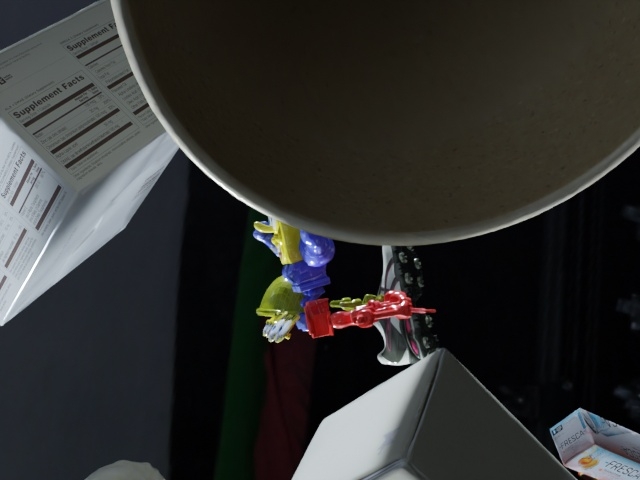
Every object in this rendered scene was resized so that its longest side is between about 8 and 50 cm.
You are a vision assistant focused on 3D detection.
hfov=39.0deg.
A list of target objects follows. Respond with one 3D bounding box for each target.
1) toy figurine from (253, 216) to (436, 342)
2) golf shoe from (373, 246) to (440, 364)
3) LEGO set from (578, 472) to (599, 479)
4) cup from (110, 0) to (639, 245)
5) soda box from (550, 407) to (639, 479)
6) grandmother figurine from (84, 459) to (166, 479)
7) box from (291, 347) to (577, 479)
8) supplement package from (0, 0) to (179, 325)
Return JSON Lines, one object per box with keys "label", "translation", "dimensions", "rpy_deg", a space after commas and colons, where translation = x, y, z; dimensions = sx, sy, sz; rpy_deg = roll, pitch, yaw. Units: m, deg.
{"label": "toy figurine", "translation": [0.000, 0.000, 1.170], "dimensions": [0.362, 0.191, 0.217], "rpy_deg": [168, -88, -82]}
{"label": "golf shoe", "translation": [0.145, 0.112, 1.788], "dimensions": [0.120, 0.105, 0.273], "rpy_deg": [-19, -111, 28]}
{"label": "LEGO set", "translation": [0.464, 0.441, 1.558], "dimensions": [0.244, 0.182, 0.060], "rpy_deg": [3, -134, 31]}
{"label": "cup", "translation": [0.041, -0.197, 0.531], "dimensions": [0.331, 0.331, 0.237], "rpy_deg": [-63, -155, 25]}
{"label": "soda box", "translation": [0.405, 0.295, 1.254], "dimensions": [0.058, 0.183, 0.063], "rpy_deg": [-45, -144, 28]}
{"label": "grandmother figurine", "translation": [-0.064, 0.304, 0.621], "dimensions": [0.342, 0.104, 0.208], "rpy_deg": [55, -5, 8]}
{"label": "box", "translation": [0.112, 0.197, 0.492], "dimensions": [0.113, 0.275, 0.094], "rpy_deg": [-37, -168, 36]}
{"label": "supplement package", "translation": [-0.265, -0.076, 0.904], "dimensions": [0.262, 0.145, 0.204], "rpy_deg": [-44, -178, 45]}
